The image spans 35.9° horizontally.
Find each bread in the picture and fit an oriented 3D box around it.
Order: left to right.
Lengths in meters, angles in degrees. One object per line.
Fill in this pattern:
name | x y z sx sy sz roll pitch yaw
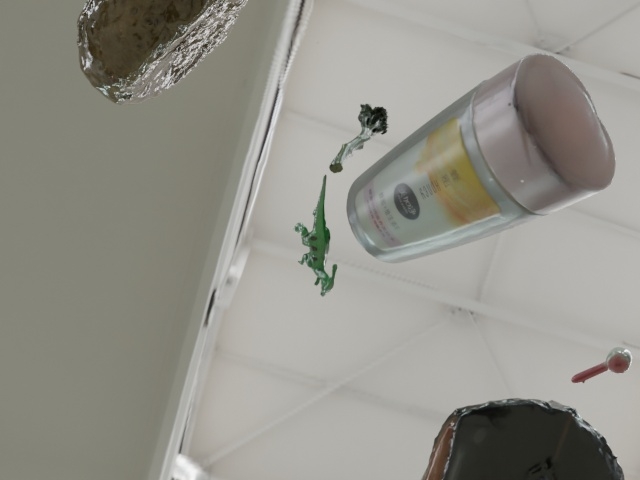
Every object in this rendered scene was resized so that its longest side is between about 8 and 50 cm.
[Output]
bread | -0.190 -0.266 1.158 0.123 0.230 0.230 44 -82 3

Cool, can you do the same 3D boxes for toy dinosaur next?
toy dinosaur | 0.000 0.000 0.735 0.021 0.062 0.083 -4 -50 -21

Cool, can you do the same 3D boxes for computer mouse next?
computer mouse | 0.141 0.287 0.854 0.183 0.116 0.323 27 -88 -4

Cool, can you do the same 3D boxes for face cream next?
face cream | 0.112 -0.052 0.776 0.073 0.269 0.107 -30 -89 -29

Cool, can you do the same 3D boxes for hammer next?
hammer | 0.364 0.166 1.285 0.083 0.052 0.031 -29 -98 22

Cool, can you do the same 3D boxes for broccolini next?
broccolini | 0.050 -0.123 1.248 0.044 0.218 0.042 15 -61 7
